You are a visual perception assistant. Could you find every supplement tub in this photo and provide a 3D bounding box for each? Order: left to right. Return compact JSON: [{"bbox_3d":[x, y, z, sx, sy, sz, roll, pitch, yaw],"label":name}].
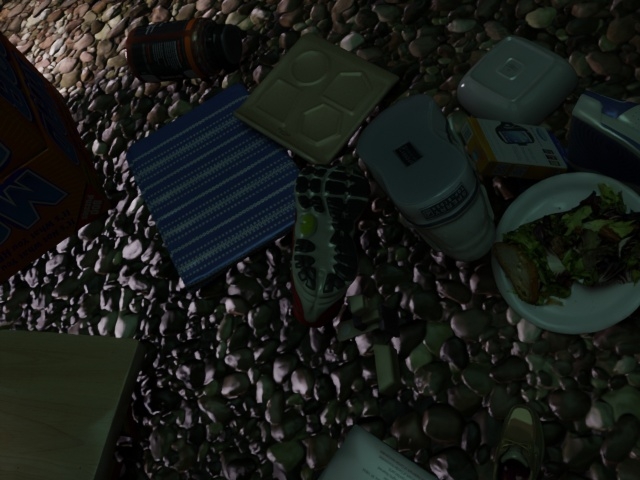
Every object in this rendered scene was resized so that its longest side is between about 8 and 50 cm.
[{"bbox_3d":[-0.242,-0.340,1.306,0.198,0.106,0.106,0,61,24],"label":"supplement tub"}]

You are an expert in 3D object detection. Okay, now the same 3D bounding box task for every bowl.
[{"bbox_3d":[0.279,-0.231,1.050,0.142,0.053,0.142,-44,55,-5],"label":"bowl"}]

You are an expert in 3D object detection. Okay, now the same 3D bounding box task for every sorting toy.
[{"bbox_3d":[-0.370,0.263,1.011,0.257,0.089,0.255,0,61,24],"label":"sorting toy"},{"bbox_3d":[-0.007,-0.226,1.169,0.193,0.038,0.208,33,73,24],"label":"sorting toy"}]

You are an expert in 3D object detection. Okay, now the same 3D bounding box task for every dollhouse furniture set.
[{"bbox_3d":[0.046,0.141,0.919,0.081,0.091,0.114,-23,56,28],"label":"dollhouse furniture set"}]

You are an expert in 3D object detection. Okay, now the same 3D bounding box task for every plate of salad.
[{"bbox_3d":[0.298,0.011,0.874,0.200,0.048,0.199,-9,72,30],"label":"plate of salad"}]

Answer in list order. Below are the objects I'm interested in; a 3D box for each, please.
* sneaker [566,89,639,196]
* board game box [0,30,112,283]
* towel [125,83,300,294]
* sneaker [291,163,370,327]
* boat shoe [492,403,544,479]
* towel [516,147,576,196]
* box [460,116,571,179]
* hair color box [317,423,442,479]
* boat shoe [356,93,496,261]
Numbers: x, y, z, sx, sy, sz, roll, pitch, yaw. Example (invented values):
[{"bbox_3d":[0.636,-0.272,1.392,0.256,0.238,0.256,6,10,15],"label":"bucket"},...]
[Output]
[{"bbox_3d":[0.466,-0.108,0.859,0.316,0.127,0.182,30,71,23],"label":"sneaker"},{"bbox_3d":[-0.638,-0.159,1.213,0.357,0.356,0.356,-35,54,1],"label":"board game box"},{"bbox_3d":[-0.166,-0.096,1.178,0.243,0.040,0.336,-31,55,0],"label":"towel"},{"bbox_3d":[0.000,0.000,1.003,0.107,0.118,0.279,14,44,-1],"label":"sneaker"},{"bbox_3d":[0.216,0.241,0.799,0.050,0.045,0.135,0,61,23],"label":"boat shoe"},{"bbox_3d":[0.318,-0.094,0.965,0.120,0.029,0.067,-9,57,19],"label":"towel"},{"bbox_3d":[0.253,-0.115,0.934,0.136,0.028,0.081,5,49,-23],"label":"box"},{"bbox_3d":[0.018,0.405,0.745,0.185,0.113,0.374,27,74,34],"label":"hair color box"},{"bbox_3d":[0.154,-0.076,0.967,0.136,0.156,0.367,-33,25,8],"label":"boat shoe"}]
